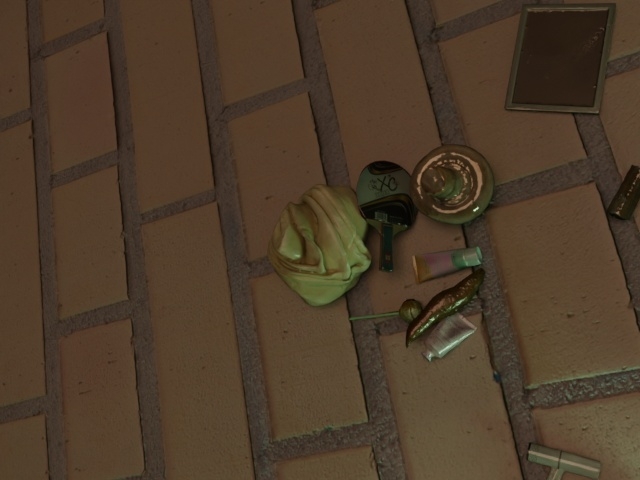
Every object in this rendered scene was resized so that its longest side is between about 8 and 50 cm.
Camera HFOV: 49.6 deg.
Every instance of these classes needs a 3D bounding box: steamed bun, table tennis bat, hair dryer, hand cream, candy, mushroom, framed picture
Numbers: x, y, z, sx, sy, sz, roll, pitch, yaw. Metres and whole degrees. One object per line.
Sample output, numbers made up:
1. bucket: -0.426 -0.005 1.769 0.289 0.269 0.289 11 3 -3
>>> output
1. steamed bun: -0.001 -0.003 1.782 0.289 0.203 0.276 -39 68 8
2. table tennis bat: 0.168 -0.065 1.769 0.174 0.022 0.300 10 69 -18
3. hair dryer: 0.523 0.557 1.530 0.155 0.044 0.183 9 86 25
4. hand cream: 0.314 0.056 1.734 0.174 0.047 0.076 -14 73 27
5. candy: 0.164 0.187 1.761 0.203 0.061 0.061 -10 73 28
6. hand cream: 0.304 0.238 1.693 0.142 0.053 0.084 -44 65 -10
7. mushroom: 0.311 -0.149 1.705 0.206 0.209 0.206 -26 46 30
8. framed picture: 0.606 -0.462 1.754 0.233 0.019 0.296 9 81 24

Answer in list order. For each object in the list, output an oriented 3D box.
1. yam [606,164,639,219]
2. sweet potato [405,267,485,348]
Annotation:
1. yam: 0.716 -0.109 1.606 0.054 0.054 0.132 27 87 25
2. sweet potato: 0.300 0.161 1.690 0.274 0.067 0.067 -40 66 -3
